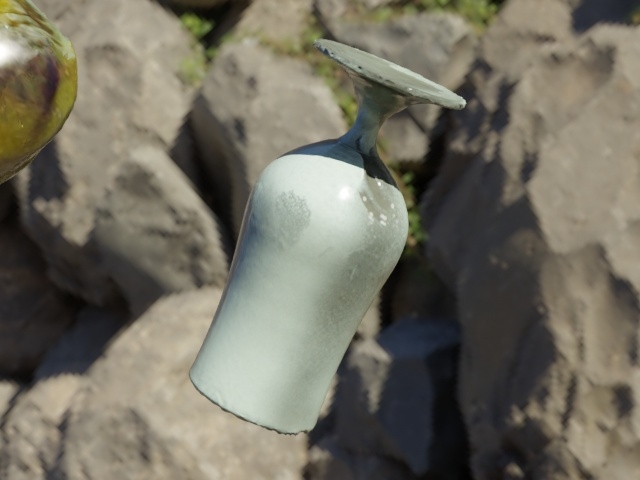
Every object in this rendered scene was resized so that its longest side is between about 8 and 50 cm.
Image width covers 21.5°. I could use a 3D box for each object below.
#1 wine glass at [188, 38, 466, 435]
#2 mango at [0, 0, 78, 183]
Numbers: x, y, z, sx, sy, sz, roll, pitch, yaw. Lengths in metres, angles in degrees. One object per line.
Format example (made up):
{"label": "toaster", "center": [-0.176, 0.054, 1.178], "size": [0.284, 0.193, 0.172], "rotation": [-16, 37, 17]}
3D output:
{"label": "wine glass", "center": [0.000, 0.000, 1.045], "size": [0.231, 0.103, 0.103], "rotation": [-68, 21, 12]}
{"label": "mango", "center": [-0.249, -0.114, 0.788], "size": [0.176, 0.175, 0.329], "rotation": [-48, 63, 12]}
